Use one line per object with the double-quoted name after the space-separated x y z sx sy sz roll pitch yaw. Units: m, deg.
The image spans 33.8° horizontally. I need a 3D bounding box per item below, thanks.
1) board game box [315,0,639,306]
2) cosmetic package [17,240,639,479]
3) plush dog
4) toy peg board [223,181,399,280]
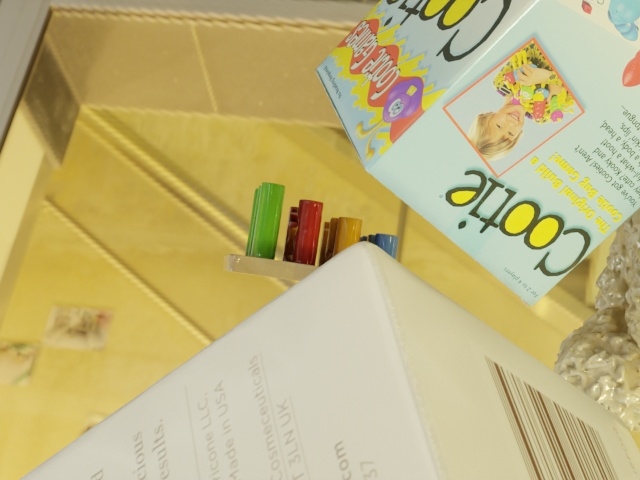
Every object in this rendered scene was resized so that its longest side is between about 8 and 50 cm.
0.150 -0.127 0.579 0.144 0.142 0.275 37 106 -29 "board game box"
-0.070 0.219 0.485 0.453 0.162 0.230 -36 136 22 "cosmetic package"
0.281 0.005 0.647 0.262 0.211 0.225 -10 179 -11 "plush dog"
0.000 0.000 0.934 0.160 0.079 0.161 8 178 -7 "toy peg board"
